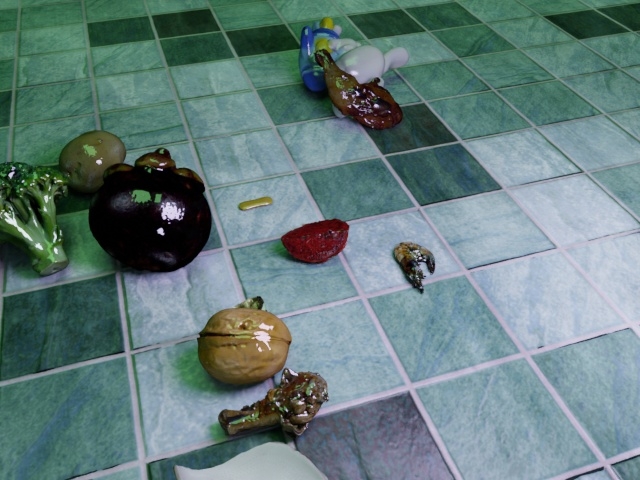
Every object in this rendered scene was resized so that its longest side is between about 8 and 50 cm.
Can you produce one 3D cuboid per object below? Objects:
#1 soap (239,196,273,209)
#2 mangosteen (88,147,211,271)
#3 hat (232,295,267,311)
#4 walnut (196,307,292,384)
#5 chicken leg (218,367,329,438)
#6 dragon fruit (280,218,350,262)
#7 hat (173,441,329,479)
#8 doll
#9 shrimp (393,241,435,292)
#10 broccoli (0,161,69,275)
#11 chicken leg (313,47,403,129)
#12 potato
[{"bbox_3d":[-0.165,-0.096,1.641,0.089,0.012,0.034,-15,43,-17],"label":"soap"},{"bbox_3d":[-0.376,-0.068,1.453,0.288,0.233,0.287,-5,42,5],"label":"mangosteen"},{"bbox_3d":[-0.142,0.157,1.311,0.076,0.059,0.077,-25,23,0],"label":"hat"},{"bbox_3d":[-0.146,0.199,1.208,0.180,0.144,0.144,8,41,-1],"label":"walnut"},{"bbox_3d":[-0.076,0.301,1.144,0.196,0.080,0.125,-33,40,-22],"label":"chicken leg"},{"bbox_3d":[0.000,0.000,1.488,0.162,0.083,0.106,-13,20,12],"label":"dragon fruit"},{"bbox_3d":[-0.107,0.429,0.958,0.258,0.168,0.301,1,10,-33],"label":"hat"},{"bbox_3d":[0.056,-0.575,2.094,0.366,0.187,0.376,34,39,19],"label":"doll"},{"bbox_3d":[0.223,0.053,1.454,0.091,0.034,0.161,-6,40,-8],"label":"shrimp"},{"bbox_3d":[-0.671,-0.037,1.440,0.254,0.269,0.269,-34,51,-28],"label":"broccoli"},{"bbox_3d":[0.109,-0.448,1.911,0.323,0.083,0.177,23,57,-11],"label":"chicken leg"},{"bbox_3d":[-0.590,-0.215,1.696,0.157,0.157,0.194,15,30,16],"label":"potato"}]
